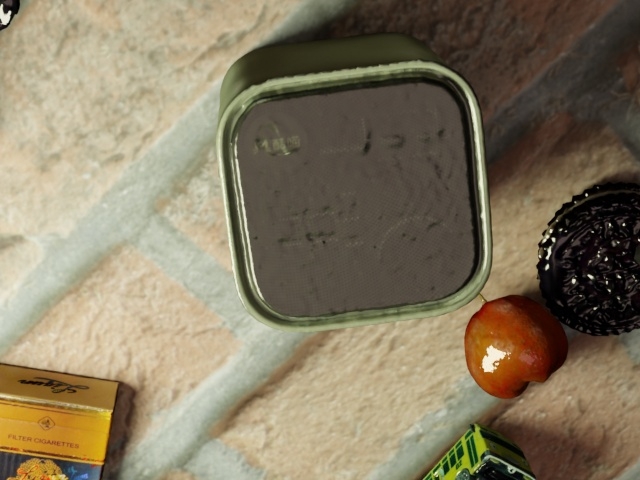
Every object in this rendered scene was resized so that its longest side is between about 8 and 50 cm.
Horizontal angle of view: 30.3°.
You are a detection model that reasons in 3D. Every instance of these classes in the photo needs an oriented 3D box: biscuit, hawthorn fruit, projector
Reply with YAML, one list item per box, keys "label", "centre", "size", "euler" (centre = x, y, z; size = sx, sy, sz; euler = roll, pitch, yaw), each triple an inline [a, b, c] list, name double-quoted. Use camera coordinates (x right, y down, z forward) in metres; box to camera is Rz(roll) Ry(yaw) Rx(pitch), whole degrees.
- label: "biscuit"
  centre: [0.345, 0.023, 1.391]
  size: [0.194, 0.053, 0.195]
  euler: [-2, 115, -5]
- label: "hawthorn fruit"
  centre: [0.229, 0.117, 1.393]
  size: [0.125, 0.140, 0.125]
  euler: [-2, 157, -1]
- label: "projector"
  centre: [0.027, -0.068, 1.202]
  size: [0.248, 0.249, 0.249]
  euler: [-7, 106, -1]

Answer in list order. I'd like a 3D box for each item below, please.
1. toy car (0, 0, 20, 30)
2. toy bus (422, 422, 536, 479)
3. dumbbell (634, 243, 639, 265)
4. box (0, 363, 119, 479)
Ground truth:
- label: "toy car"
  centre: [-0.427, -0.182, 1.171]
  size: [0.166, 0.198, 0.314]
  euler: [23, 112, 6]
- label: "toy bus"
  centre: [0.182, 0.316, 1.483]
  size: [0.088, 0.101, 0.175]
  euler: [30, 113, -17]
- label: "dumbbell"
  centre: [0.394, 0.033, 1.349]
  size: [0.040, 0.036, 0.083]
  euler: [-39, 113, 12]
- label: "box"
  centre: [-0.340, 0.276, 1.441]
  size: [0.152, 0.070, 0.237]
  euler: [10, 112, -8]
